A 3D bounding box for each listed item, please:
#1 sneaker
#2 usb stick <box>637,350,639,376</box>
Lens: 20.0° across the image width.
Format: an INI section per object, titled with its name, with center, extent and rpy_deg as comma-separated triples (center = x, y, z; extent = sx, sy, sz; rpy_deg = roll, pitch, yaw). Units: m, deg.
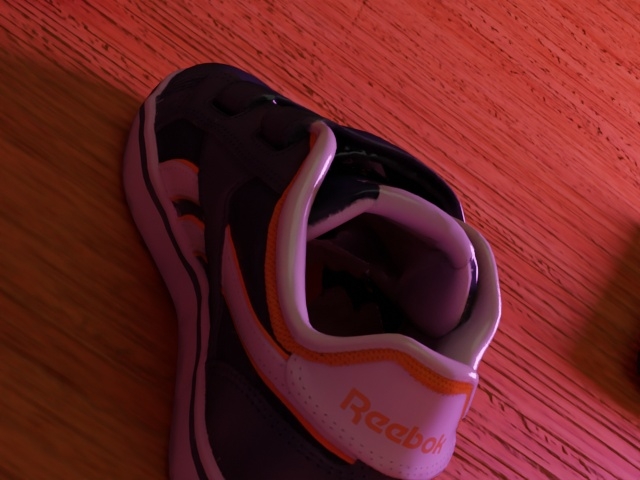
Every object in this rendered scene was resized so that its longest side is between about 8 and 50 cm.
[sneaker]
center = 0.000, 0.000, 0.779
extent = 0.126, 0.127, 0.321
rpy_deg = 26, 28, -29
[usb stick]
center = 0.253, 0.048, 1.162
extent = 0.077, 0.045, 0.278
rpy_deg = 43, 25, 2
